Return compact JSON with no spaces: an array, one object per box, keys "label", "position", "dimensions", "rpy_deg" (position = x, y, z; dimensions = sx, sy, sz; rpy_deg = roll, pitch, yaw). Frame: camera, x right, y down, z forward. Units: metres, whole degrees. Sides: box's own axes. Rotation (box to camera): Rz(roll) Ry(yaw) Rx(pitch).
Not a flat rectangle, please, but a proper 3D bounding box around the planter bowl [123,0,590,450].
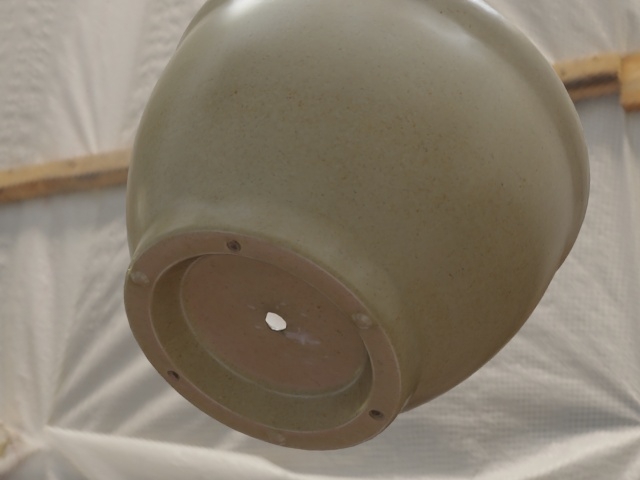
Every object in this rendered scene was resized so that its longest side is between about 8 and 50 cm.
[{"label":"planter bowl","position":[0.000,0.000,0.419],"dimensions":[0.162,0.162,0.109],"rpy_deg":[-6,-144,31]}]
